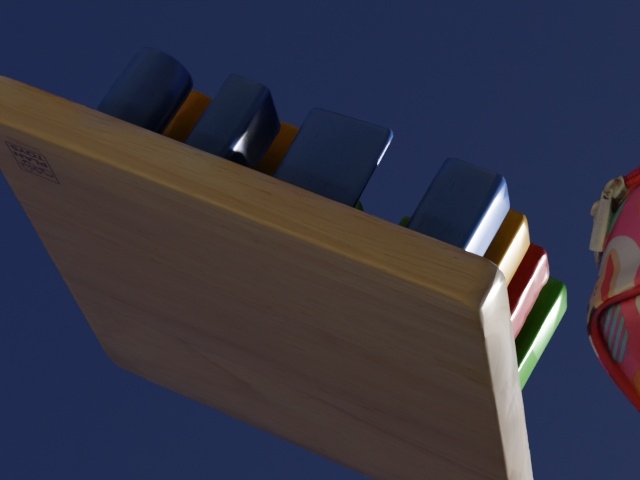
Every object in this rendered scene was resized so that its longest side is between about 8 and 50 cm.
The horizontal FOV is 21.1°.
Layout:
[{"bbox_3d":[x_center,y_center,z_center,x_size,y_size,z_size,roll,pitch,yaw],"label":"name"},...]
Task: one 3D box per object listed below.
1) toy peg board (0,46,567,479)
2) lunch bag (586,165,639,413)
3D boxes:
[{"bbox_3d":[0.000,0.000,0.532,0.161,0.160,0.079,21,-115,21],"label":"toy peg board"},{"bbox_3d":[0.274,0.019,0.788,0.293,0.120,0.258,-22,-56,34],"label":"lunch bag"}]
